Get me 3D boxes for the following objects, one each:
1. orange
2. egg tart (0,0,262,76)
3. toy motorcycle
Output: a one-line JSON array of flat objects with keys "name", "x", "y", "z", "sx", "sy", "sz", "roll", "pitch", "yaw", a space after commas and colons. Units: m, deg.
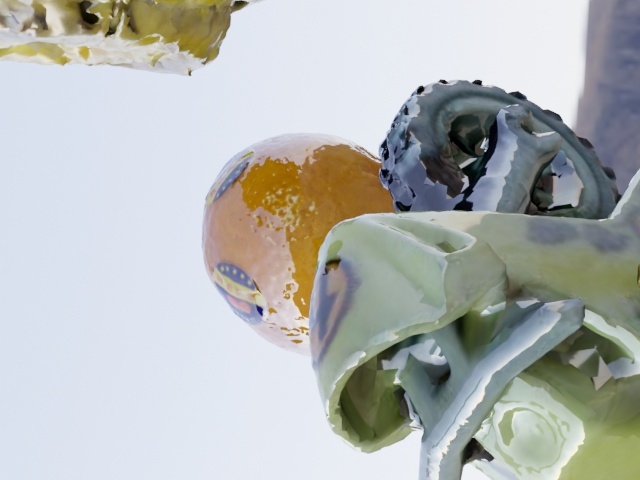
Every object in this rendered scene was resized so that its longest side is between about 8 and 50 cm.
[{"name": "orange", "x": -0.003, "y": 0.001, "z": 1.135, "sx": 0.155, "sy": 0.177, "sz": 0.177, "roll": -51, "pitch": -20, "yaw": 0}, {"name": "egg tart", "x": -0.159, "y": -0.155, "z": 0.996, "sx": 0.279, "sy": 0.278, "sz": 0.095, "roll": -13, "pitch": -74, "yaw": -73}, {"name": "toy motorcycle", "x": 0.157, "y": 0.082, "z": 0.695, "sx": 0.237, "sy": 0.410, "sz": 0.169, "roll": -32, "pitch": -24, "yaw": -41}]
